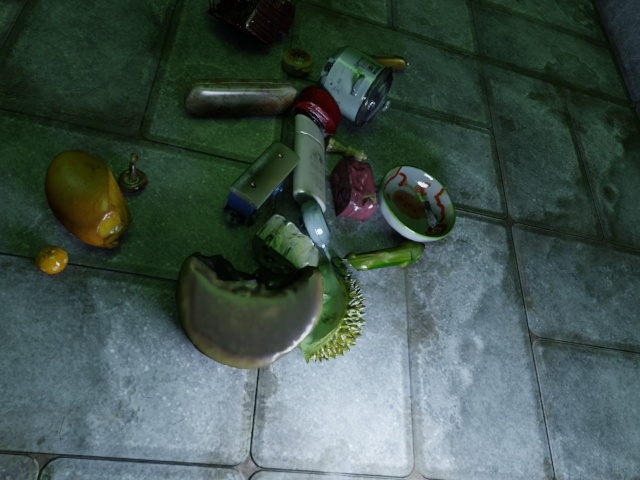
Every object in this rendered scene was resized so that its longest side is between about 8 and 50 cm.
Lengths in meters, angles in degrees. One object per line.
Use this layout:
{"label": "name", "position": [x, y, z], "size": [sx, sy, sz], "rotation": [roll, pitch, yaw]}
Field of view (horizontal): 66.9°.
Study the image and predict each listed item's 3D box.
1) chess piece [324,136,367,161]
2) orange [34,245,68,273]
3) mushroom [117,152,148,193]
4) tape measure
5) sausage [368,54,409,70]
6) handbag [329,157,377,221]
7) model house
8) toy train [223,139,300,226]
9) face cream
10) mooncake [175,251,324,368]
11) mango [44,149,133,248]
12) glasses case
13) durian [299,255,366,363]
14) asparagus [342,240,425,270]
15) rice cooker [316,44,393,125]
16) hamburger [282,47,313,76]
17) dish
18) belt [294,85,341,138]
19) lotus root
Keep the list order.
{"label": "chess piece", "position": [0.104, -0.354, 1.902], "size": [0.172, 0.060, 0.060], "rotation": [17, 58, -13]}
{"label": "orange", "position": [-0.754, 0.054, 1.358], "size": [0.083, 0.070, 0.083], "rotation": [8, 57, -12]}
{"label": "mushroom", "position": [-0.596, -0.213, 1.554], "size": [0.088, 0.073, 0.129], "rotation": [11, 93, 2]}
{"label": "tape measure", "position": [-0.001, 0.001, 1.570], "size": [0.084, 0.164, 0.330], "rotation": [-24, 47, 9]}
{"label": "sausage", "position": [0.247, -0.803, 2.186], "size": [0.371, 0.082, 0.082], "rotation": [-9, 66, -25]}
{"label": "handbag", "position": [0.116, -0.184, 1.760], "size": [0.135, 0.146, 0.225], "rotation": [7, 60, -23]}
{"label": "model house", "position": [-0.266, -0.926, 2.016], "size": [0.317, 0.297, 0.282], "rotation": [8, 63, -60]}
{"label": "toy train", "position": [-0.204, -0.185, 1.609], "size": [0.131, 0.202, 0.300], "rotation": [36, 55, -1]}
{"label": "face cream", "position": [-0.039, -0.280, 1.765], "size": [0.173, 0.081, 0.348], "rotation": [38, 43, -48]}
{"label": "mooncake", "position": [-0.210, 0.162, 1.382], "size": [0.393, 0.246, 0.394], "rotation": [-41, 85, -17]}
{"label": "mango", "position": [-0.689, -0.142, 1.425], "size": [0.350, 0.201, 0.199], "rotation": [48, 29, 19]}
{"label": "glasses case", "position": [-0.288, -0.527, 1.792], "size": [0.425, 0.156, 0.098], "rotation": [-8, 67, -24]}
{"label": "durian", "position": [0.043, 0.218, 1.562], "size": [0.198, 0.163, 0.394], "rotation": [-9, 53, 19]}
{"label": "asparagus", "position": [0.219, 0.061, 1.700], "size": [0.343, 0.085, 0.082], "rotation": [-11, 54, -27]}
{"label": "rice cooker", "position": [0.148, -0.611, 1.932], "size": [0.316, 0.316, 0.264], "rotation": [32, 99, -1]}
{"label": "hamburger", "position": [-0.093, -0.748, 2.028], "size": [0.126, 0.081, 0.141], "rotation": [-23, 71, -29]}
{"label": "dish", "position": [0.341, -0.120, 1.824], "size": [0.324, 0.124, 0.324], "rotation": [13, 56, -21]}
{"label": "belt", "position": [-0.006, -0.500, 1.876], "size": [0.201, 0.128, 0.124], "rotation": [41, 50, -35]}
{"label": "lotus root", "position": [-0.114, 0.034, 1.554], "size": [0.235, 0.138, 0.119], "rotation": [44, 50, -15]}
